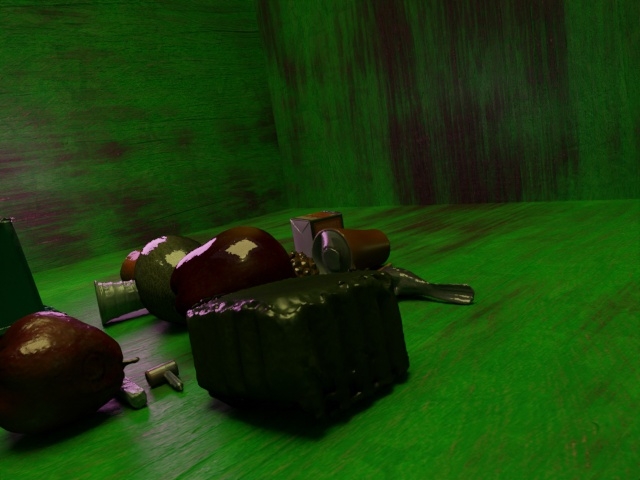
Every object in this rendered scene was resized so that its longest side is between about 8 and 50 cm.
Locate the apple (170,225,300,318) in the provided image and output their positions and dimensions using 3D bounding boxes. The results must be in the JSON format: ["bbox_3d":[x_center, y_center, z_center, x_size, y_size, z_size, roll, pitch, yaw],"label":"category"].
[{"bbox_3d":[-0.195,0.113,1.225,0.317,0.287,0.288,-25,13,-11],"label":"apple"}]

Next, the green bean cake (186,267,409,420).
[{"bbox_3d":[-0.040,0.182,0.928,0.335,0.217,0.319,-10,1,-41],"label":"green bean cake"}]

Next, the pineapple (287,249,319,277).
[{"bbox_3d":[-0.102,0.114,1.449,0.166,0.166,0.193,0,15,41],"label":"pineapple"}]

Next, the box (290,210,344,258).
[{"bbox_3d":[0.000,0.000,1.855,0.148,0.194,0.178,-15,11,-25],"label":"box"}]

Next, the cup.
[{"bbox_3d":[0.121,0.051,1.641,0.264,0.182,0.226,-10,41,-44],"label":"cup"}]

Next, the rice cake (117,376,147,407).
[{"bbox_3d":[-0.409,0.302,1.028,0.033,0.033,0.208,-19,14,-37],"label":"rice cake"}]

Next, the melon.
[{"bbox_3d":[-0.420,0.108,1.464,0.249,0.248,0.329,-14,28,-25],"label":"melon"}]

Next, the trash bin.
[{"bbox_3d":[-0.993,0.127,1.524,0.295,0.380,0.259,-18,14,-40],"label":"trash bin"}]

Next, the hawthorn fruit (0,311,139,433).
[{"bbox_3d":[-0.485,0.250,0.944,0.261,0.223,0.224,8,1,-29],"label":"hawthorn fruit"}]

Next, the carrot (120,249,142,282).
[{"bbox_3d":[-0.640,0.127,1.913,0.225,0.158,0.159,10,19,31],"label":"carrot"}]

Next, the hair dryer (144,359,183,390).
[{"bbox_3d":[-0.314,0.289,1.027,0.063,0.037,0.114,-19,21,-35],"label":"hair dryer"}]

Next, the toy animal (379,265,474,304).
[{"bbox_3d":[0.209,0.116,1.337,0.206,0.081,0.367,-2,6,-27],"label":"toy animal"}]

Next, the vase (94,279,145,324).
[{"bbox_3d":[-0.567,0.169,1.620,0.299,0.143,0.143,-11,10,-26],"label":"vase"}]
